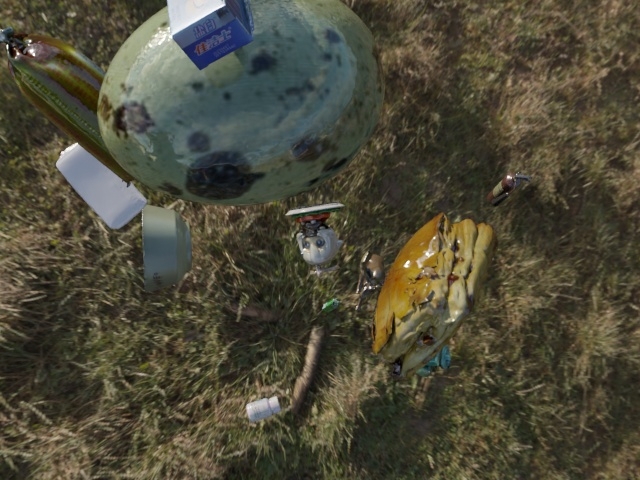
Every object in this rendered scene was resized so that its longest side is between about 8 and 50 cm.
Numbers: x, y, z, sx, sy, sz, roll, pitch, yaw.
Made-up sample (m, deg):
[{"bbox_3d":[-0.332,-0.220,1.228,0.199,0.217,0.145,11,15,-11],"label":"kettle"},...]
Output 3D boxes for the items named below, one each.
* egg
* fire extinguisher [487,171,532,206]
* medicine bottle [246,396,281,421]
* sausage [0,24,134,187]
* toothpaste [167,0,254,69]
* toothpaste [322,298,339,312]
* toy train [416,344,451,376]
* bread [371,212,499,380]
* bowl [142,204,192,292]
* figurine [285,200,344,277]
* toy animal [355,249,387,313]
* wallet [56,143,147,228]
[{"bbox_3d":[-0.094,-0.186,0.842,0.379,0.287,0.287,-28,84,-23],"label":"egg"},{"bbox_3d":[0.342,-0.092,1.206,0.049,0.173,0.035,-36,81,-6],"label":"fire extinguisher"},{"bbox_3d":[-0.156,0.464,1.777,0.089,0.052,0.052,-16,83,-6],"label":"medicine bottle"},{"bbox_3d":[-0.381,-0.220,1.011,0.317,0.117,0.125,42,45,-36],"label":"sausage"},{"bbox_3d":[-0.125,-0.291,0.673,0.066,0.053,0.272,-26,53,15],"label":"toothpaste"},{"bbox_3d":[0.028,0.175,1.737,0.020,0.083,0.017,25,67,-10],"label":"toothpaste"},{"bbox_3d":[0.313,0.229,1.826,0.120,0.194,0.298,0,46,26],"label":"toy train"},{"bbox_3d":[0.213,0.099,1.308,0.167,0.277,0.324,33,45,5],"label":"bread"},{"bbox_3d":[-0.362,0.016,1.518,0.112,0.211,0.211,-3,82,-15],"label":"bowl"},{"bbox_3d":[0.000,0.000,1.376,0.132,0.132,0.153,-9,92,-5],"label":"figurine"},{"bbox_3d":[0.130,0.095,1.607,0.094,0.214,0.186,12,121,-3],"label":"toy animal"},{"bbox_3d":[-0.438,-0.114,1.284,0.095,0.033,0.190,-43,95,-6],"label":"wallet"}]
